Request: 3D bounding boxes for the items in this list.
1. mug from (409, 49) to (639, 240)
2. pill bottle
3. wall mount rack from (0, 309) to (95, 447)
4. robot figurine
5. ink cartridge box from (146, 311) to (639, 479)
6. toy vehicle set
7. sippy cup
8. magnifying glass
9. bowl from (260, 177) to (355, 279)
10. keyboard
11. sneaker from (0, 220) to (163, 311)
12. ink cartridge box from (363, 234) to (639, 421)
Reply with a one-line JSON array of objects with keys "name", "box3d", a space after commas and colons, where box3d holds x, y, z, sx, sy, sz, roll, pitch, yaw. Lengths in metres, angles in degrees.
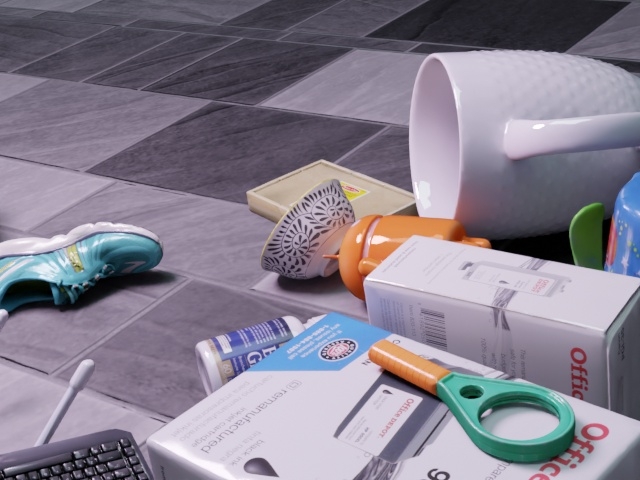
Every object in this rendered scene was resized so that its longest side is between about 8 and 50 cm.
[{"name": "mug", "box3d": [0.331, -0.141, 1.606, 0.328, 0.276, 0.374, -3, 1, -10]}, {"name": "pill bottle", "box3d": [-0.061, 0.147, 1.392, 0.170, 0.094, 0.094, -16, 28, -15]}, {"name": "wall mount rack", "box3d": [-0.433, 0.225, 1.307, 0.304, 0.130, 0.350, -29, 34, -35]}, {"name": "robot figurine", "box3d": [0.119, 0.028, 1.536, 0.220, 0.128, 0.158, 5, 48, 25]}, {"name": "ink cartridge box", "box3d": [0.075, 0.245, 1.080, 0.395, 0.166, 0.285, 17, 36, 39]}, {"name": "toy vehicle set", "box3d": [0.022, -0.059, 1.836, 0.166, 0.035, 0.267, -25, 31, -30]}, {"name": "sippy cup", "box3d": [0.433, 0.039, 1.321, 0.306, 0.224, 0.240, 4, 30, 21]}, {"name": "magnifying glass", "box3d": [0.135, 0.142, 1.055, 0.092, 0.026, 0.231, -27, 32, -34]}, {"name": "bowl", "box3d": [0.000, 0.000, 1.633, 0.080, 0.170, 0.170, 39, 46, 16]}, {"name": "keyboard", "box3d": [-0.309, 0.298, 1.143, 0.317, 0.033, 0.201, -11, 51, -30]}, {"name": "sneaker", "box3d": [-0.368, 0.051, 1.698, 0.275, 0.107, 0.110, -13, 46, 2]}, {"name": "ink cartridge box", "box3d": [0.204, 0.128, 1.230, 0.283, 0.207, 0.117, 12, 35, 33]}]
